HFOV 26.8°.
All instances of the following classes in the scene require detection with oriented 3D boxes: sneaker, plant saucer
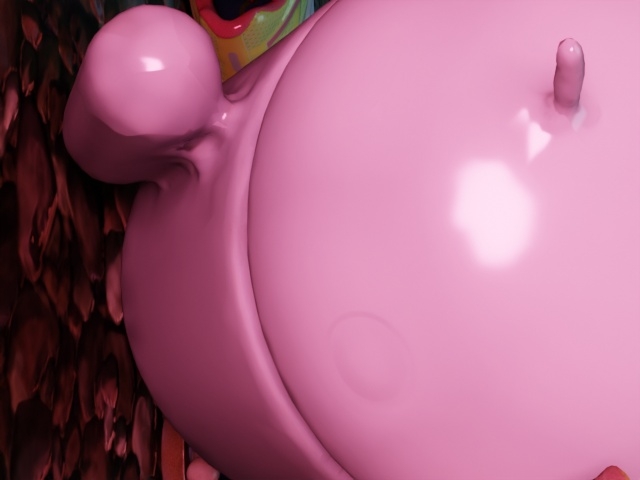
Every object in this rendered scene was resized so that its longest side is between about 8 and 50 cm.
[{"bbox_3d":[-0.033,-0.183,0.734,0.094,0.081,0.209,52,36,-73],"label":"sneaker"},{"bbox_3d":[-0.062,0.104,0.646,0.083,0.015,0.083,-3,90,-81],"label":"plant saucer"}]

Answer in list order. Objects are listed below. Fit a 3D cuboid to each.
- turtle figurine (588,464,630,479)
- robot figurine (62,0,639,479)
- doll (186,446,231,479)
[{"bbox_3d":[-0.023,0.134,0.350,0.087,0.217,0.269,-117,-161,-50],"label":"turtle figurine"},{"bbox_3d":[0.044,0.006,0.493,0.353,0.300,0.200,-15,-125,68],"label":"robot figurine"},{"bbox_3d":[-0.018,0.138,0.626,0.129,0.046,0.189,46,20,-46],"label":"doll"}]
